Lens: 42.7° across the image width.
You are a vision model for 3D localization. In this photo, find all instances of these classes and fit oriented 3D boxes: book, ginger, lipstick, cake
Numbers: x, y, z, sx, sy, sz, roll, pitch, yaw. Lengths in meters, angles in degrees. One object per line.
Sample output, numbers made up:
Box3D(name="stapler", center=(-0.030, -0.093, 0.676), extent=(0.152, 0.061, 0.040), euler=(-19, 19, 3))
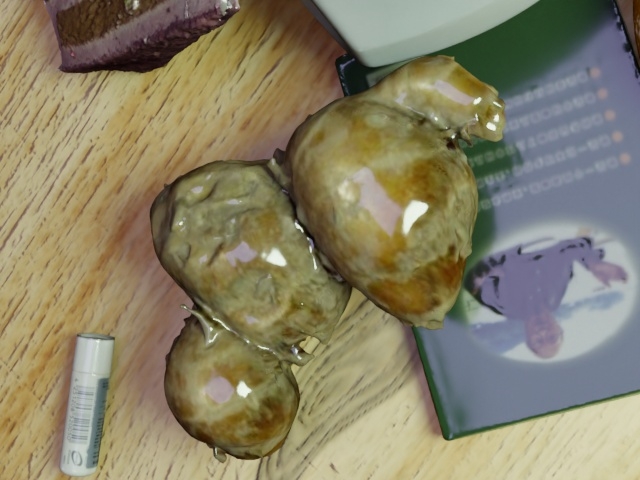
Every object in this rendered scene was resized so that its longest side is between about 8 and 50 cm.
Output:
Box3D(name="book", center=(0.180, -0.034, 0.726), extent=(0.260, 0.043, 0.371), euler=(-18, 81, 17))
Box3D(name="ginger", center=(0.000, 0.000, 0.688), extent=(0.375, 0.176, 0.256), euler=(-38, 63, 19))
Box3D(name="lipstick", center=(-0.238, 0.167, 0.834), extent=(0.040, 0.040, 0.141), euler=(7, 88, 17))
Box3D(name="cake", center=(-0.149, -0.225, 0.745), extent=(0.295, 0.112, 0.116), euler=(-1, 96, 53))

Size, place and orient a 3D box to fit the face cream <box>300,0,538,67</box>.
Box3D(name="face cream", center=(0.109, -0.330, 0.667), extent=(0.357, 0.219, 0.312), euler=(-40, 67, 6))

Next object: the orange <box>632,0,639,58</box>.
Box3D(name="orange", center=(0.360, -0.183, 0.612), extent=(0.240, 0.171, 0.240), euler=(-1, 86, 15))
